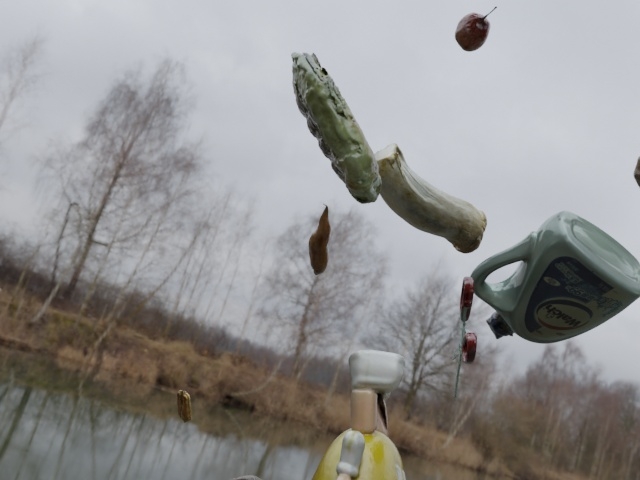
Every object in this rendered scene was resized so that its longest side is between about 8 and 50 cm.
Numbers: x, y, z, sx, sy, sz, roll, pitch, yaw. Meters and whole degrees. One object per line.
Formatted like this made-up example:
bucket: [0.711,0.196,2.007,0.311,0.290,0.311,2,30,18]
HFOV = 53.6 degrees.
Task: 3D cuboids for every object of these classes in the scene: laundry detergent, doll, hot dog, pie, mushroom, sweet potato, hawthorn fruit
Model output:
laundry detergent: [0.370,0.084,1.074,0.214,0.105,0.280,32,-42,-14]
doll: [0.071,0.385,1.036,0.161,0.423,0.348,1,3,19]
hot dog: [-0.295,0.360,1.382,0.037,0.083,0.021,22,34,24]
pie: [0.020,-0.196,1.102,0.306,0.071,0.306,59,1,-2]
mushroom: [0.235,-0.081,1.382,0.351,0.123,0.095,33,-1,-33]
sweet potato: [0.000,0.000,1.536,0.056,0.195,0.056,8,27,-4]
hawthorn fruit: [0.298,-0.407,1.203,0.066,0.067,0.103,20,-22,-11]

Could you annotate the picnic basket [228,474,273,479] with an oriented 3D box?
picnic basket: [-0.058,0.309,0.544,0.110,0.193,0.055,-31,-36,19]

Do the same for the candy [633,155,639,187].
candy: [0.681,-0.104,1.131,0.271,0.101,0.143,0,32,-29]

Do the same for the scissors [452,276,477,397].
scissors: [0.239,0.180,1.071,0.017,0.144,0.248,2,-36,7]
